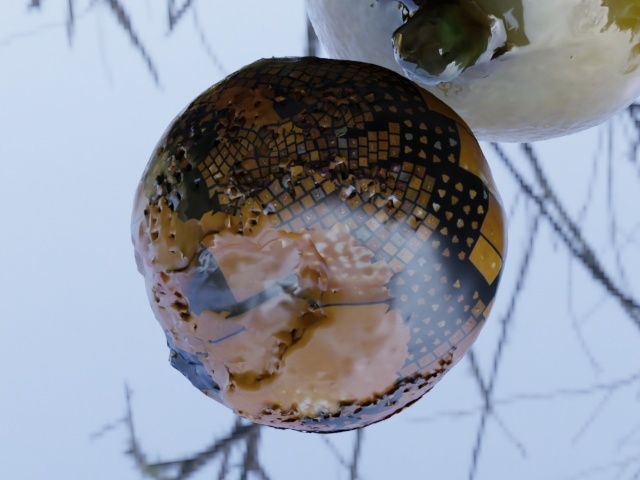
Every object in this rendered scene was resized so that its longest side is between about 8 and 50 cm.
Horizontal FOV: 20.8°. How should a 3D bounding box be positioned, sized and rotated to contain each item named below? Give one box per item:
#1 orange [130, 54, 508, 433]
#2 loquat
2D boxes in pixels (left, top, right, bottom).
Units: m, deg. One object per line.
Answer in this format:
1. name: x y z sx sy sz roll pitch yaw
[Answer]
1. orange: 0.000 0.000 1.063 0.234 0.234 0.182 -1 -161 6
2. loquat: 0.130 -0.220 1.316 0.328 0.328 0.359 6 -146 18
